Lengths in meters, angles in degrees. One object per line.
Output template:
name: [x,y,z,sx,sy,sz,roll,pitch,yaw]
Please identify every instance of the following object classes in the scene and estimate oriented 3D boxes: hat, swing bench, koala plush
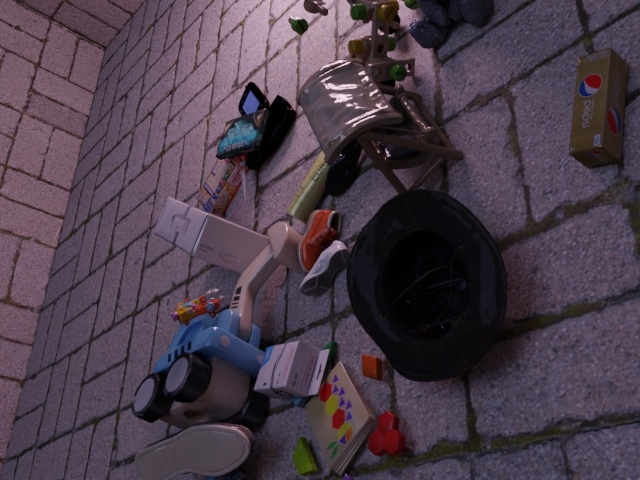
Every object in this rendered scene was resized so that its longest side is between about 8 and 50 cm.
hat: [0.207,0.074,1.172,0.331,0.134,0.331,-4,85,45]
swing bench: [0.111,-0.236,1.377,0.165,0.254,0.253,-49,38,23]
koala plush: [0.234,-0.568,1.444,0.196,0.221,0.203,-16,57,48]

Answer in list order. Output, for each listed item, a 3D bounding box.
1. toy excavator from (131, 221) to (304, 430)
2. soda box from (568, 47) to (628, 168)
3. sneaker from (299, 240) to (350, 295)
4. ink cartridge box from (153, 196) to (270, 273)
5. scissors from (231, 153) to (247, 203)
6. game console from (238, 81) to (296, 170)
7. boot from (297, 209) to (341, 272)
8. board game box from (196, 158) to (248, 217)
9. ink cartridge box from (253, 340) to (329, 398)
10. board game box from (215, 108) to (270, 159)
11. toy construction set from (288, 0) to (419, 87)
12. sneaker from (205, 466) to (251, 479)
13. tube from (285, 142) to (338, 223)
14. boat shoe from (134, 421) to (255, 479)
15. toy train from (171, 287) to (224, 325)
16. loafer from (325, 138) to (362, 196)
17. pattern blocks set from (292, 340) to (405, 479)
toy excavator: [-0.216,0.208,1.609,0.433,0.222,0.445,-33,38,36]
soda box: [0.449,-0.213,1.087,0.058,0.061,0.181,-9,63,51]
sneaker: [0.009,0.064,1.518,0.152,0.053,0.061,-47,29,16]
ink cartridge box: [-0.295,-0.011,1.820,0.283,0.207,0.117,21,89,55]
scissors: [-0.220,-0.226,1.941,0.109,0.021,0.297,-46,39,18]
game console: [-0.191,-0.365,2.041,0.213,0.044,0.361,-54,36,16]
boot: [0.000,0.000,1.559,0.084,0.059,0.158,-2,68,47]
board game box: [-0.301,-0.179,2.071,0.193,0.045,0.147,-58,35,10]
ink cartridge box: [-0.063,0.275,1.436,0.180,0.060,0.104,-24,44,54]
board game box: [-0.228,-0.308,1.967,0.186,0.026,0.126,-6,64,46]
toy construction set: [0.095,-0.470,1.526,0.257,0.308,0.237,-62,39,19]
sneaker: [-0.209,0.611,1.424,0.125,0.104,0.262,-18,57,45]
tube: [-0.004,-0.159,1.660,0.070,0.062,0.240,30,90,15]
boat shoe: [-0.268,0.461,1.491,0.324,0.096,0.117,-25,87,29]
toy train: [-0.269,0.156,1.524,0.125,0.046,0.166,-20,8,-5]
loafer: [0.063,-0.184,1.597,0.170,0.062,0.061,-63,-5,15]
pattern blocks set: [0.037,0.345,1.316,0.285,0.026,0.325,-51,33,22]
